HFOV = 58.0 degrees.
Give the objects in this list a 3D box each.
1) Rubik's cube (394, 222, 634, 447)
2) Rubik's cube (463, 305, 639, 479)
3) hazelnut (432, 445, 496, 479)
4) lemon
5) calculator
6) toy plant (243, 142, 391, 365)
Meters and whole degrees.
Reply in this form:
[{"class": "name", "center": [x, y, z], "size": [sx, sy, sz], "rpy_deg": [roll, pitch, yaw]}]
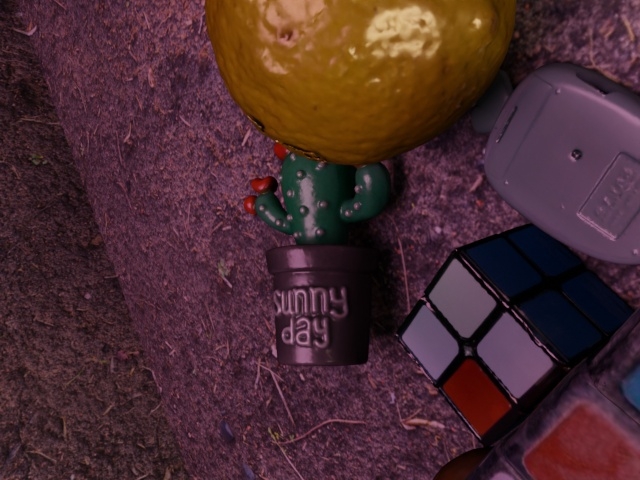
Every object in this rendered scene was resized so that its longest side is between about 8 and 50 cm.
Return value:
[{"class": "Rubik's cube", "center": [0.231, 0.108, 0.703], "size": [0.183, 0.167, 0.180], "rpy_deg": [54, 139, 26]}, {"class": "Rubik's cube", "center": [0.369, 0.179, 0.403], "size": [0.362, 0.363, 0.358], "rpy_deg": [46, 138, 26]}, {"class": "hazelnut", "center": [0.246, 0.414, 0.662], "size": [0.316, 0.372, 0.372], "rpy_deg": [-23, 83, 13]}, {"class": "lemon", "center": [0.047, -0.271, 0.660], "size": [0.349, 0.350, 0.387], "rpy_deg": [62, 145, 15]}, {"class": "calculator", "center": [0.285, -0.095, 0.663], "size": [0.299, 0.041, 0.185], "rpy_deg": [46, 135, 29]}, {"class": "toy plant", "center": [0.007, -0.002, 0.936], "size": [0.279, 0.186, 0.399], "rpy_deg": [-16, 73, 62]}]
